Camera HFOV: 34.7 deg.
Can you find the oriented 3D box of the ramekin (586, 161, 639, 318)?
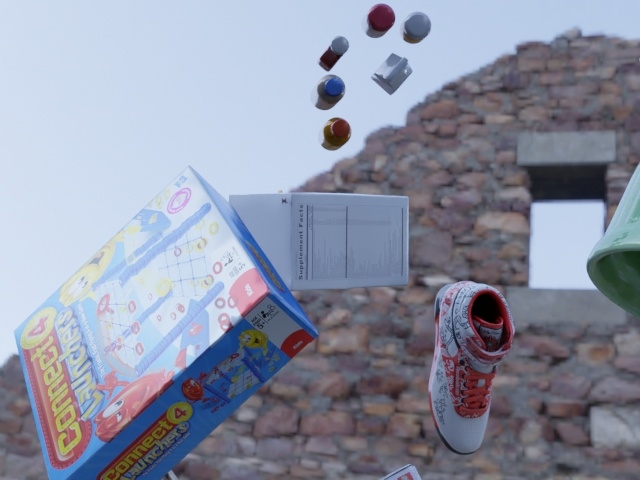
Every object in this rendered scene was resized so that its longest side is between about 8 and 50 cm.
[{"bbox_3d":[0.463,0.012,1.129,0.303,0.148,0.303,23,-14,6],"label":"ramekin"}]

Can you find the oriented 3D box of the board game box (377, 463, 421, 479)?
[{"bbox_3d":[0.158,0.431,1.284,0.053,0.305,0.193,-26,-13,-7],"label":"board game box"}]

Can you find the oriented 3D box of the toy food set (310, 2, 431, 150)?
[{"bbox_3d":[0.062,-0.239,1.396,0.111,0.232,0.104,42,-5,-5],"label":"toy food set"}]

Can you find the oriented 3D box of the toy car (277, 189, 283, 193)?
[{"bbox_3d":[-0.045,-0.047,1.843,0.060,0.122,0.040,-23,-51,18],"label":"toy car"}]

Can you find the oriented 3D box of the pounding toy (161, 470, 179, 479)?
[{"bbox_3d":[-0.240,0.304,1.392,0.100,0.130,0.141,-1,-20,-18],"label":"pounding toy"}]

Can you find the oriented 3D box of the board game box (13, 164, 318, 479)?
[{"bbox_3d":[-0.189,0.103,1.153,0.302,0.308,0.086,-43,-53,3],"label":"board game box"}]

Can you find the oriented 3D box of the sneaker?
[{"bbox_3d":[0.230,0.196,1.553,0.090,0.270,0.145,1,-4,-16],"label":"sneaker"}]

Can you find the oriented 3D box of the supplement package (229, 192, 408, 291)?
[{"bbox_3d":[0.000,0.000,1.480,0.133,0.139,0.244,1,0,45],"label":"supplement package"}]
